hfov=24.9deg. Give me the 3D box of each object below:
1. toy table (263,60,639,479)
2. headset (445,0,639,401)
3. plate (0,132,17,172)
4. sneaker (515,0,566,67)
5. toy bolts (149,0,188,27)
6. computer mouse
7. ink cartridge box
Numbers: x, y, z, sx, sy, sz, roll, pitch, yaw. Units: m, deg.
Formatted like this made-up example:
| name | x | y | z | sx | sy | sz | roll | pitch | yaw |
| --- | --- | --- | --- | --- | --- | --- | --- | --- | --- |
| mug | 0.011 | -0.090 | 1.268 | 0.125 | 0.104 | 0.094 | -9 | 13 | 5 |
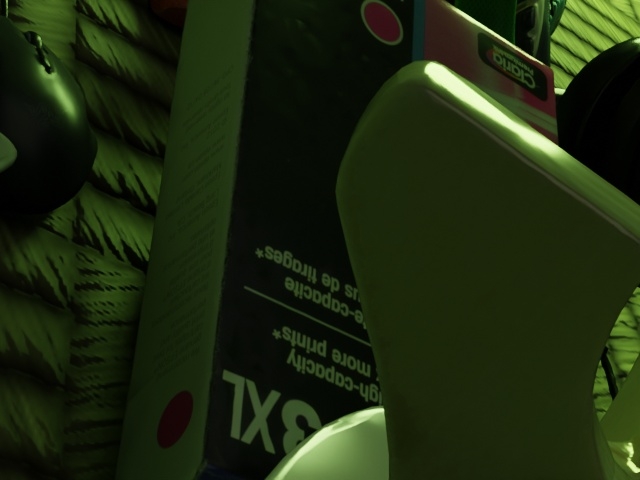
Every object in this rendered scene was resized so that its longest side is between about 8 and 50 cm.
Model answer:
| name | x | y | z | sx | sy | sz | roll | pitch | yaw |
| --- | --- | --- | --- | --- | --- | --- | --- | --- | --- |
| toy table | 0.079 | 0.091 | 0.356 | 0.252 | 0.161 | 0.274 | 30 | 26 | -16 |
| headset | 0.177 | -0.027 | 0.767 | 0.185 | 0.243 | 0.394 | -6 | 84 | -24 |
| plate | -0.242 | -0.077 | 0.409 | 0.278 | 0.045 | 0.277 | 38 | 13 | -3 |
| sneaker | 0.133 | -0.174 | 1.018 | 0.122 | 0.110 | 0.283 | 32 | 31 | -29 |
| toy bolts | 0.023 | -0.190 | 0.826 | 0.158 | 0.218 | 0.228 | 33 | 49 | -33 |
| computer mouse | -0.133 | -0.102 | 0.653 | 0.071 | 0.041 | 0.242 | 23 | 35 | -32 |
| ink cartridge box | 0.017 | 0.039 | 0.564 | 0.176 | 0.069 | 0.371 | 28 | 49 | -28 |
